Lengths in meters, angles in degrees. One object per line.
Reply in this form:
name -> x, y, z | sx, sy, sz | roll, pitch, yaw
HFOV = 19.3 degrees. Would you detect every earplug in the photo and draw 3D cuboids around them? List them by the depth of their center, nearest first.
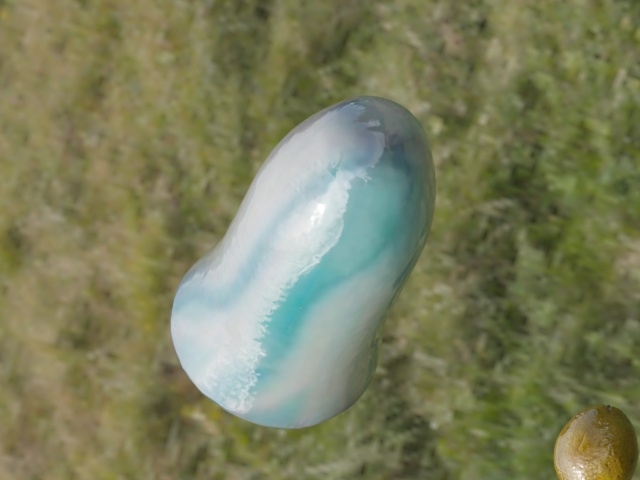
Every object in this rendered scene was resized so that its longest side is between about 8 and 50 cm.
earplug -> 0.000, 0.000, 1.488 | 0.324, 0.185, 0.185 | 116, 156, -56

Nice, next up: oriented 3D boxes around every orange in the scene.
orange -> 0.277, 0.210, 1.884 | 0.085, 0.085, 0.095 | 14, 83, 60
